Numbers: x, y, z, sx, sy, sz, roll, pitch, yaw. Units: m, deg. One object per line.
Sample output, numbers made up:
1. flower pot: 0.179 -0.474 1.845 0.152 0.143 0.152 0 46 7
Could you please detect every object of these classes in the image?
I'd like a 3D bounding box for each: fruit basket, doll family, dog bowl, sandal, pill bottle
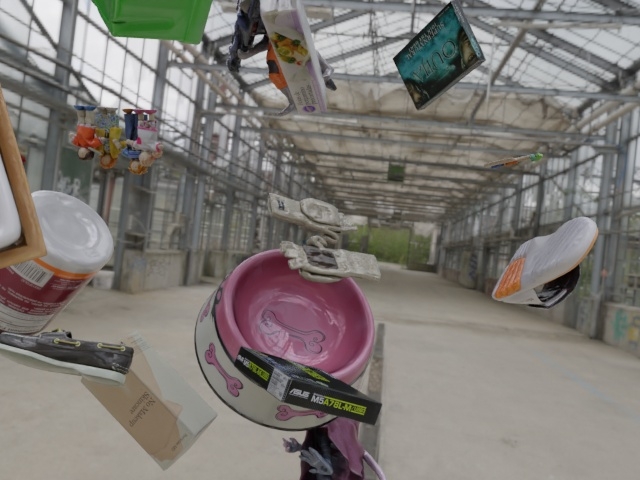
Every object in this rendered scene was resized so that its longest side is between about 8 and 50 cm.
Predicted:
1. fruit basket: -0.280 -0.569 0.999 0.391 0.393 0.283 7 -23 -22
2. doll family: -0.494 -0.251 1.358 0.262 0.163 0.118 6 13 12
3. dog bowl: -0.061 0.192 1.182 0.407 0.408 0.150 7 -43 -21
4. sandal: 0.305 0.046 0.706 0.076 0.102 0.265 33 -10 6
5. pill bottle: -0.686 0.088 1.254 0.392 0.224 0.224 -41 -22 21

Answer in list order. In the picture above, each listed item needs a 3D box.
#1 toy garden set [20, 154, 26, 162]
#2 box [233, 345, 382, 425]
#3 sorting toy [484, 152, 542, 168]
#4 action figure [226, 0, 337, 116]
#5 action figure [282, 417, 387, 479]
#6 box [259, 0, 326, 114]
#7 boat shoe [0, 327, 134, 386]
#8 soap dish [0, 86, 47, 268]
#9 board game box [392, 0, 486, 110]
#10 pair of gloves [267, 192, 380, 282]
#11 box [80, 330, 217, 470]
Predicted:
1. toy garden set: -0.712 -0.191 1.059 0.049 0.204 0.244 36 -14 49
2. box: -0.025 0.237 0.886 0.184 0.045 0.190 22 -7 -30
3. sorting toy: 0.327 -0.133 0.903 0.062 0.012 0.083 -12 3 -42
4. action figure: -0.110 -0.479 1.299 0.178 0.330 0.341 -23 0 -24
5. action figure: 0.056 0.455 1.308 0.275 0.248 0.370 17 17 6
6. box: -0.042 -0.341 0.994 0.063 0.067 0.324 -3 -15 8
7. boat shoe: -0.439 0.191 0.923 0.227 0.069 0.081 16 -30 -6
8. soap dish: -0.453 -0.045 0.544 0.290 0.229 0.118 -17 -6 -17
9. board game box: 0.226 -0.354 1.049 0.026 0.126 0.186 -21 -6 -32
10. pair of gloves: 0.000 0.000 1.087 0.204 0.042 0.240 6 39 -26
11. box: -0.427 0.395 1.345 0.311 0.148 0.121 42 17 8
